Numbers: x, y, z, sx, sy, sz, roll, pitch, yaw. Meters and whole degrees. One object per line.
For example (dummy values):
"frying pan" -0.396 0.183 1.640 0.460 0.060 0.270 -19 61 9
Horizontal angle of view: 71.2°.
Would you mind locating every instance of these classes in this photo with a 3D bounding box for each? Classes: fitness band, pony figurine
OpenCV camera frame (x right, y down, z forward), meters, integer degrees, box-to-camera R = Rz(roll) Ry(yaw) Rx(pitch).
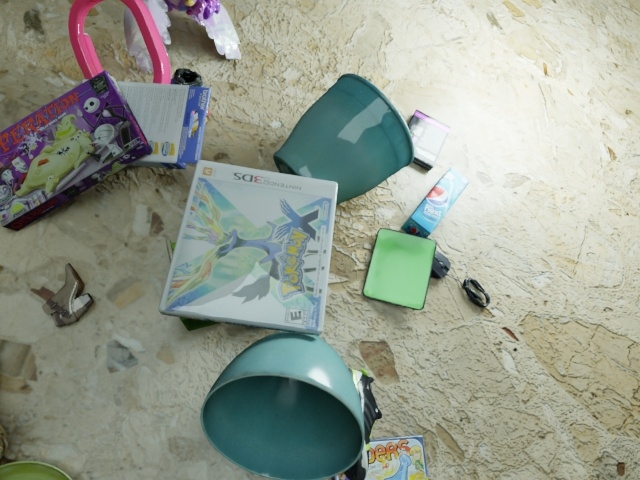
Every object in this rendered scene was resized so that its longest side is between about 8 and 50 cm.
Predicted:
"fitness band" -0.476 -0.450 1.068 0.209 0.054 0.290 -16 103 14
"pony figurine" -0.360 -0.644 1.135 0.303 0.363 0.350 -17 89 -26

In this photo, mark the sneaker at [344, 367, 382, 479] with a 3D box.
"sneaker" 0.090 0.368 0.919 0.097 0.084 0.234 15 45 -20

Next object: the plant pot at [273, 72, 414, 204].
"plant pot" 0.039 -0.209 1.074 0.255 0.271 0.271 -41 82 -9

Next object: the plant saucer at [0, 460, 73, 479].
"plant saucer" -0.528 0.511 0.767 0.241 0.037 0.240 5 67 -11

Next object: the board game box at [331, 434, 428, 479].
"board game box" 0.123 0.485 0.929 0.201 0.035 0.136 0 69 -13

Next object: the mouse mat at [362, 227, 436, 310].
"mouse mat" 0.197 0.068 1.103 0.153 0.007 0.189 14 72 8

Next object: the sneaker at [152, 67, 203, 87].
"sneaker" -0.377 -0.401 1.139 0.152 0.084 0.058 -4 70 -14

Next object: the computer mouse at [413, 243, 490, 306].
"computer mouse" 0.333 0.086 1.133 0.242 0.041 0.071 34 64 1

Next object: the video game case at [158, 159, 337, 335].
"video game case" -0.128 0.006 0.885 0.300 0.036 0.328 9 66 -5

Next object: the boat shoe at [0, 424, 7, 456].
"boat shoe" -0.589 0.353 0.752 0.110 0.121 0.340 -5 60 -8

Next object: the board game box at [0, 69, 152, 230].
"board game box" -0.563 -0.196 0.970 0.347 0.056 0.208 -31 73 0

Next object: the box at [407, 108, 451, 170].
"box" 0.294 -0.289 1.281 0.116 0.029 0.162 28 64 0

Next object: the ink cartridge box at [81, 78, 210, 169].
"ink cartridge box" -0.402 -0.263 1.018 0.312 0.065 0.185 5 82 9

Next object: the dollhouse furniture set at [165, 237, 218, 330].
"dollhouse furniture set" -0.165 0.055 0.970 0.302 0.151 0.197 -12 72 -17

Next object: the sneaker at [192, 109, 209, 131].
"sneaker" -0.370 -0.286 1.089 0.088 0.092 0.225 39 70 4

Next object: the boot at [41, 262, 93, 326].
"boot" -0.531 0.115 0.924 0.087 0.042 0.118 -34 72 -15

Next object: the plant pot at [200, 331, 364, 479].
"plant pot" -0.058 0.288 0.862 0.291 0.290 0.195 20 31 -5

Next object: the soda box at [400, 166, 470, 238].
"soda box" 0.305 -0.096 1.182 0.067 0.071 0.210 39 66 4
